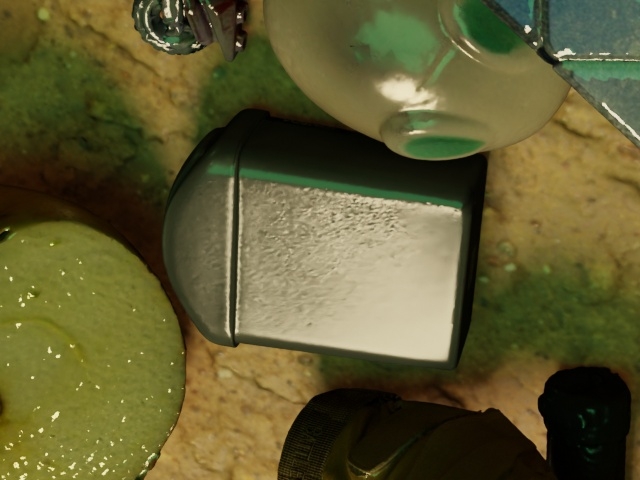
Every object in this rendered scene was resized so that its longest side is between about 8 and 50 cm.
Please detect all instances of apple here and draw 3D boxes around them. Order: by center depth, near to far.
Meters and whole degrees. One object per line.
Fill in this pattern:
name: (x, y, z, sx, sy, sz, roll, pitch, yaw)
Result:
apple: (-0.248, 0.105, 1.330, 0.254, 0.179, 0.346, 21, 122, 21)

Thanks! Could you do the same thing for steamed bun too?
steamed bun: (0.065, -0.146, 1.133, 0.228, 0.131, 0.177, 30, 120, 4)

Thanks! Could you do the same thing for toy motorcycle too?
toy motorcycle: (-0.076, -0.222, 1.173, 0.122, 0.082, 0.213, 13, 130, 10)

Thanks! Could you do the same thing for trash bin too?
trash bin: (0.000, 0.000, 1.246, 0.236, 0.101, 0.177, 8, 116, 11)

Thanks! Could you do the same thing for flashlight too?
flashlight: (0.210, 0.211, 1.298, 0.093, 0.093, 0.232, 5, 111, 15)

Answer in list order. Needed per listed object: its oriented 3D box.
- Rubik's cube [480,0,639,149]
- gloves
Rubik's cube: (0.217, -0.210, 1.010, 0.205, 0.207, 0.205, 41, 121, -7)
gloves: (0.106, 0.205, 1.226, 0.331, 0.154, 0.141, 23, 121, 42)
